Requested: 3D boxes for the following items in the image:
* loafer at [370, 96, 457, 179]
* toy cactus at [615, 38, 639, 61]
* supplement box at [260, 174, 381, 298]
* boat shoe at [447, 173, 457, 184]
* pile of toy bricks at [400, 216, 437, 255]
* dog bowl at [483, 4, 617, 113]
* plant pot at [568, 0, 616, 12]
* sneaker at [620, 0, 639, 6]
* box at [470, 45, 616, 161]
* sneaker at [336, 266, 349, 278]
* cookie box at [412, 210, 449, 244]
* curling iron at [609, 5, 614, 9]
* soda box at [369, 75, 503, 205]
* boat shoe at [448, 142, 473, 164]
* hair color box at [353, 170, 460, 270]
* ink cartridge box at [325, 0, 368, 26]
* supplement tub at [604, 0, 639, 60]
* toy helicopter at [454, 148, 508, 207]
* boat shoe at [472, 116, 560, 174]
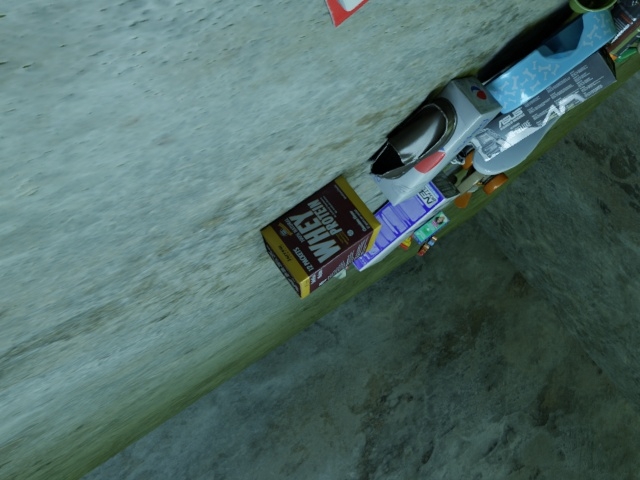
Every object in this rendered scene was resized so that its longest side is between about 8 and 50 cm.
[{"bbox_3d":[0.173,-0.181,1.081,0.078,0.080,0.220,-27,165,-44],"label":"loafer"},{"bbox_3d":[0.782,-0.510,1.401,0.219,0.180,0.112,-46,146,18],"label":"toy cactus"},{"bbox_3d":[0.000,0.000,1.156,0.194,0.129,0.191,-36,169,-10],"label":"supplement box"},{"bbox_3d":[0.408,-0.167,1.917,0.135,0.050,0.045,-37,163,-1],"label":"boat shoe"},{"bbox_3d":[0.337,-0.061,1.811,0.212,0.118,0.105,-61,-179,-29],"label":"pile of toy bricks"},{"bbox_3d":[0.456,-0.361,1.131,0.297,0.074,0.166,-36,-175,-3],"label":"dog bowl"},{"bbox_3d":[0.478,-0.440,1.007,0.083,0.083,0.079,-39,-179,10],"label":"plant pot"},{"bbox_3d":[0.671,-0.571,1.027,0.121,0.111,0.300,-43,178,-26],"label":"sneaker"},{"bbox_3d":[0.501,-0.317,1.281,0.307,0.076,0.242,-33,-174,35],"label":"box"},{"bbox_3d":[0.048,0.097,1.909,0.075,0.057,0.161,-18,166,-10],"label":"sneaker"},{"bbox_3d":[0.332,-0.036,1.710,0.107,0.040,0.092,-39,172,1],"label":"cookie box"},{"bbox_3d":[0.524,-0.430,1.266,0.274,0.035,0.068,-42,172,24],"label":"curling iron"},{"bbox_3d":[0.227,-0.197,1.153,0.098,0.091,0.286,-25,163,-45],"label":"soda box"},{"bbox_3d":[0.351,-0.225,1.478,0.075,0.065,0.206,-29,166,-35],"label":"boat shoe"},{"bbox_3d":[0.235,-0.062,1.671,0.339,0.110,0.185,-41,170,26],"label":"hair color box"},{"bbox_3d":[0.117,-0.306,0.461,0.296,0.066,0.261,-38,167,7],"label":"ink cartridge box"},{"bbox_3d":[0.696,-0.496,1.340,0.106,0.106,0.198,-26,164,-45],"label":"supplement tub"},{"bbox_3d":[0.573,-0.242,1.920,0.355,0.140,0.235,-34,170,-33],"label":"toy helicopter"},{"bbox_3d":[0.582,-0.315,1.698,0.367,0.136,0.156,-45,173,-10],"label":"boat shoe"}]
